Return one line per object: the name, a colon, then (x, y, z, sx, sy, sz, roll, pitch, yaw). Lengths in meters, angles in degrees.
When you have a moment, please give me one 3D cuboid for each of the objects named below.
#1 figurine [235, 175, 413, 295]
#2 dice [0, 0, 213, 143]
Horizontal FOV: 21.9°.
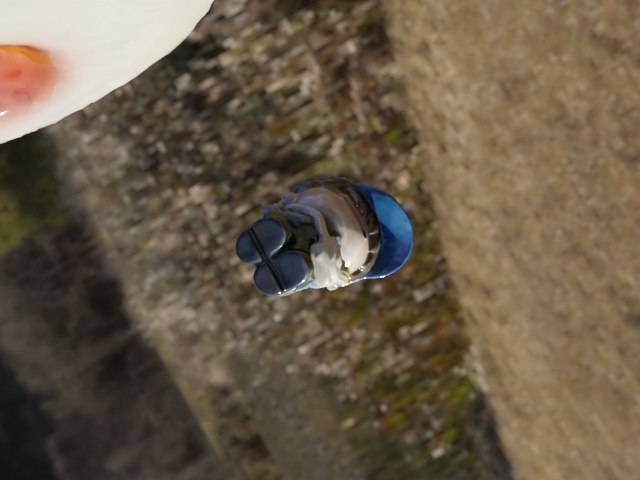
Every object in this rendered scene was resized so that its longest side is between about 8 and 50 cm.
figurine: (-0.007, 0.005, 0.985, 0.077, 0.079, 0.136, 58, -145, 4)
dice: (-0.172, -0.163, 0.518, 0.259, 0.251, 0.243, -50, 55, 56)
